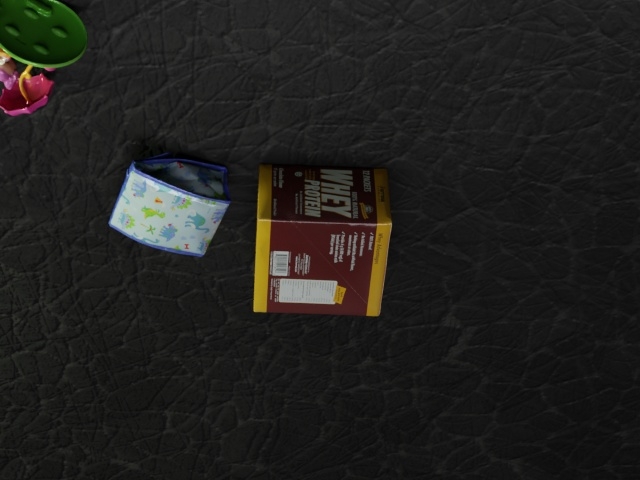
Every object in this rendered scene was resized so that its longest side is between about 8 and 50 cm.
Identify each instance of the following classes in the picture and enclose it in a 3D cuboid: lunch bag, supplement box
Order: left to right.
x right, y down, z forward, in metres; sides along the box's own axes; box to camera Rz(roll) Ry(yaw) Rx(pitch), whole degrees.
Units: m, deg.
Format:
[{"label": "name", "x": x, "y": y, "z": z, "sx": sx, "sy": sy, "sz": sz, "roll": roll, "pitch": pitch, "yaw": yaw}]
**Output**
[{"label": "lunch bag", "x": -0.225, "y": -0.056, "z": 1.981, "sx": 0.151, "sy": 0.096, "sz": 0.129, "roll": 9, "pitch": 132, "yaw": -22}, {"label": "supplement box", "x": 0.000, "y": 0.000, "z": 2.013, "sx": 0.194, "sy": 0.129, "sz": 0.191, "roll": 2, "pitch": 132, "yaw": -3}]

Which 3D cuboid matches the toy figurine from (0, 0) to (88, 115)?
[{"label": "toy figurine", "x": -0.415, "y": -0.244, "z": 1.812, "sx": 0.173, "sy": 0.130, "sz": 0.159, "roll": 32, "pitch": 137, "yaw": 0}]
